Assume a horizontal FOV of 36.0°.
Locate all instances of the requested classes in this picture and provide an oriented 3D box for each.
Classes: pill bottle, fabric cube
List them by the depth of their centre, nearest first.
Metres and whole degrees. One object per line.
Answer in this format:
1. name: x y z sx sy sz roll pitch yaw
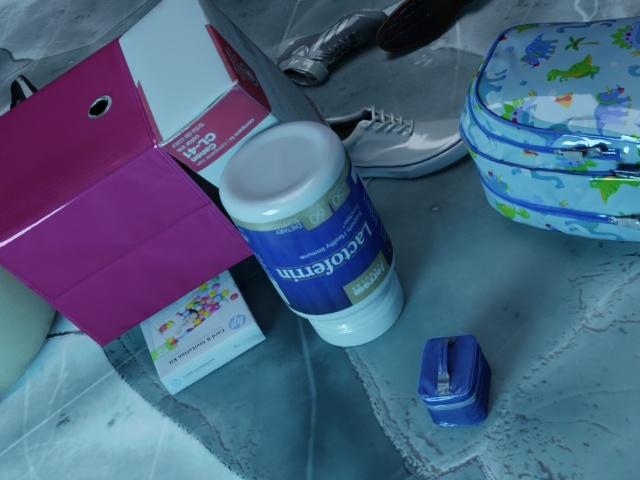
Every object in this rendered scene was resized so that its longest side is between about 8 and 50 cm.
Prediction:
1. pill bottle: 0.000 0.000 1.178 0.153 0.265 0.153 -16 42 15
2. fabric cube: -0.282 -0.066 1.331 0.258 0.259 0.254 -31 47 7

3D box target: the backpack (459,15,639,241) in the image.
1. backpack: 0.345 -0.133 1.163 0.355 0.273 0.290 -2 52 45

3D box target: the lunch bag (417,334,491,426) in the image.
1. lunch bag: 0.148 0.148 1.090 0.067 0.065 0.098 -9 44 22

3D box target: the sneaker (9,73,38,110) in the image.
1. sneaker: -0.562 -0.217 1.861 0.124 0.107 0.283 -39 41 -4

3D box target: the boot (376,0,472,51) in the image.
1. boot: 0.178 -0.391 1.660 0.219 0.082 0.106 -36 18 -2

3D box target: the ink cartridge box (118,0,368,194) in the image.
1. ink cartridge box: -0.097 -0.157 1.284 0.131 0.306 0.226 -37 50 12

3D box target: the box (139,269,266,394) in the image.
1. box: -0.171 0.105 1.341 0.145 0.038 0.186 -31 41 -2

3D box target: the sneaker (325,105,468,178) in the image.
1. sneaker: 0.091 -0.145 1.413 0.258 0.091 0.094 -8 44 23

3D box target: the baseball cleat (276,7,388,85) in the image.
1. baseball cleat: 0.023 -0.319 1.671 0.205 0.072 0.109 -18 54 19

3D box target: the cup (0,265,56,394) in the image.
1. cup: -0.581 0.067 1.414 0.331 0.237 0.331 -13 54 19
